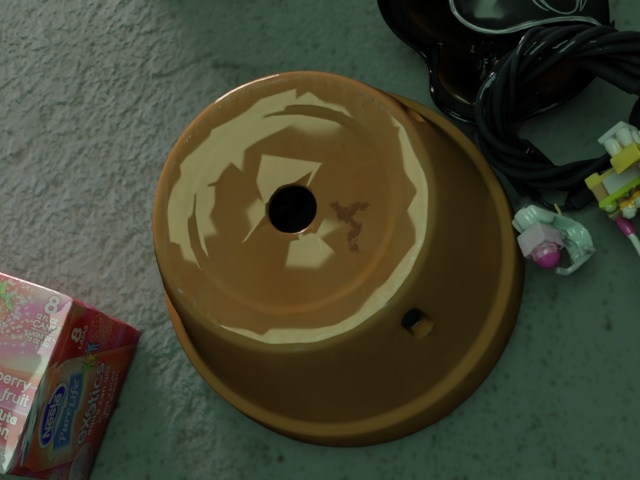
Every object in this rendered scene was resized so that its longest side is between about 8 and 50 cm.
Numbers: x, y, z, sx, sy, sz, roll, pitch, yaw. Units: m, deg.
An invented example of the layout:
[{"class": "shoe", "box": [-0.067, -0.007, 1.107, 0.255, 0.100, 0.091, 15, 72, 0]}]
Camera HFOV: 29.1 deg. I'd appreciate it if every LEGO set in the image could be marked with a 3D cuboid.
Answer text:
[{"class": "LEGO set", "box": [0.270, -0.058, 0.861, 0.287, 0.132, 0.107, -52, 49, 40]}]

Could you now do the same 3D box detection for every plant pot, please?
[{"class": "plant pot", "box": [0.000, 0.000, 0.924, 0.291, 0.203, 0.290, -3, 75, 12]}]

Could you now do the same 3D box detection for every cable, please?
[{"class": "cable", "box": [0.195, -0.093, 0.917, 0.151, 0.184, 0.047, -24, 48, 18]}]

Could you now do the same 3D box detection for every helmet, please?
[{"class": "helmet", "box": [0.135, -0.189, 0.965, 0.169, 0.169, 0.161, -23, 60, 6]}]

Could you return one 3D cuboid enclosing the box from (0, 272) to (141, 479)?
[{"class": "box", "box": [-0.323, 0.082, 1.000, 0.300, 0.154, 0.142, 17, 80, 17]}]
